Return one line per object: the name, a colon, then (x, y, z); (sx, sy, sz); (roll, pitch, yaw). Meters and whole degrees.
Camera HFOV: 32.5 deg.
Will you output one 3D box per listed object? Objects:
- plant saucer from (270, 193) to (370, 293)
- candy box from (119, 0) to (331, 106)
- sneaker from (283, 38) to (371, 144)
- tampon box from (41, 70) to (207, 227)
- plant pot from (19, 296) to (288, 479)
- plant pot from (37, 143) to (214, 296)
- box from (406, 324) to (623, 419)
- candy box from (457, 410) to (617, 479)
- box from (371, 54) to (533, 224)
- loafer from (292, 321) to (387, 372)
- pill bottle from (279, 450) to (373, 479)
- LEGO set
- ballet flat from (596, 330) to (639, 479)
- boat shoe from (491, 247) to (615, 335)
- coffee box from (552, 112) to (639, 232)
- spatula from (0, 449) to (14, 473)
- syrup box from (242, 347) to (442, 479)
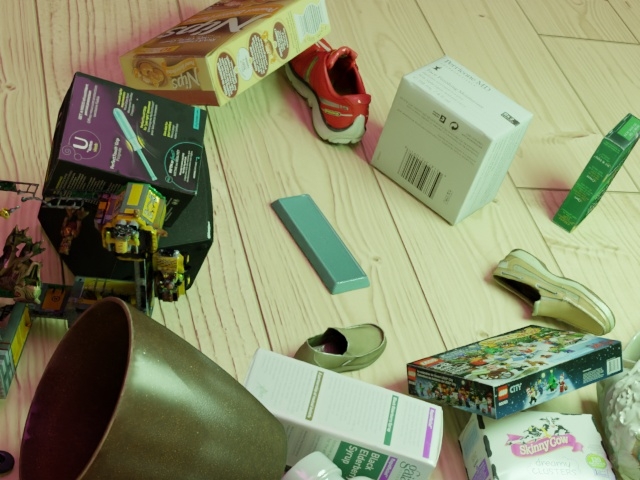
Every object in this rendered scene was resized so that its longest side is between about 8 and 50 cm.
plant saucer: (0.000, 0.000, 1.581); (0.067, 0.018, 0.192); (-11, 50, -31)
candy box: (-0.145, -0.314, 1.750); (0.183, 0.087, 0.316); (6, 32, 35)
sneaker: (0.023, -0.281, 1.820); (0.107, 0.118, 0.279); (-4, 45, -26)
tampon box: (-0.228, -0.103, 1.280); (0.161, 0.101, 0.120); (15, 62, -19)
plant pot: (-0.155, 0.200, 1.134); (0.230, 0.215, 0.215); (27, 34, -29)
plant pot: (-0.236, -0.024, 1.403); (0.187, 0.188, 0.167); (-9, 61, -30)
box: (0.249, 0.163, 1.404); (0.233, 0.044, 0.159); (-12, 12, -35)
candy box: (0.270, 0.300, 1.314); (0.165, 0.070, 0.196); (5, 42, -15)
box: (0.201, -0.156, 1.705); (0.181, 0.182, 0.119); (38, 44, 21)
loafer: (0.031, 0.138, 1.415); (0.148, 0.050, 0.056); (-19, 54, -36)
pill bottle: (0.048, 0.328, 1.155); (0.221, 0.124, 0.124); (41, 45, 23)
LEGO set: (-0.319, 0.065, 1.211); (0.331, 0.255, 0.192); (11, 41, -5)
ballet flat: (0.453, 0.197, 1.483); (0.147, 0.147, 0.409); (37, 40, 19)
boat shoe: (0.332, 0.089, 1.588); (0.190, 0.068, 0.072); (33, 54, 29)
coffee box: (0.445, -0.107, 1.747); (0.040, 0.184, 0.113); (37, 42, 15)
spatula: (-0.460, 0.248, 1.115); (0.296, 0.030, 0.084); (-6, 48, -27)
syrup box: (0.016, 0.221, 1.283); (0.237, 0.093, 0.096); (19, 40, -1)
